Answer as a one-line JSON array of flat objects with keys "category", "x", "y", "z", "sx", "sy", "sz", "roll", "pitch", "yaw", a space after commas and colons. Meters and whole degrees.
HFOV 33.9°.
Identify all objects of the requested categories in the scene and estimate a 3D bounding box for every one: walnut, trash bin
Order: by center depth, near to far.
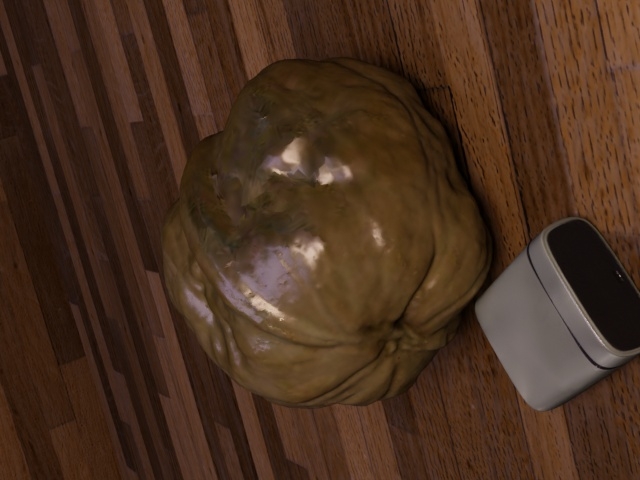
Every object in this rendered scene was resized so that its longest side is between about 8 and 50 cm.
[{"category": "trash bin", "x": 0.188, "y": 0.061, "z": 0.829, "sx": 0.116, "sy": 0.059, "sz": 0.130, "roll": 63, "pitch": 153, "yaw": 18}, {"category": "walnut", "x": 0.001, "y": -0.002, "z": 0.916, "sx": 0.277, "sy": 0.253, "sz": 0.282, "roll": 55, "pitch": 151, "yaw": 28}]
